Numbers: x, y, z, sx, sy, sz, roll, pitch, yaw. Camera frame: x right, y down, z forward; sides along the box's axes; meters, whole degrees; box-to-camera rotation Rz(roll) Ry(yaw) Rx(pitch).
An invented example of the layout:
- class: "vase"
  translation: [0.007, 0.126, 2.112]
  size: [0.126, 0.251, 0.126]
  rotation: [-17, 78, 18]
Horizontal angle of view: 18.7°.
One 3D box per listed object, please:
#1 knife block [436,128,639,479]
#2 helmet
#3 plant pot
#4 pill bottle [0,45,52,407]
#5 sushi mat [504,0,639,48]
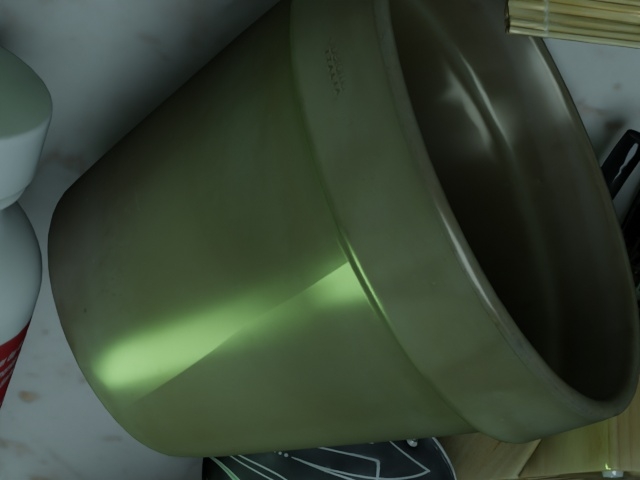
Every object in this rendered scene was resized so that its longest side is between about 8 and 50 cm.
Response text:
- class: "knife block"
  translation: [0.180, 0.048, 1.334]
  size: [0.088, 0.242, 0.276]
  rotation: [11, 163, -38]
- class: "helmet"
  translation: [0.004, 0.164, 1.325]
  size: [0.169, 0.161, 0.169]
  rotation: [-4, 120, -7]
- class: "plant pot"
  translation: [0.000, 0.000, 1.175]
  size: [0.280, 0.323, 0.323]
  rotation: [-23, 121, 22]
- class: "pill bottle"
  translation: [-0.305, 0.070, 1.184]
  size: [0.229, 0.229, 0.407]
  rotation: [15, 116, -17]
- class: "sushi mat"
  translation: [0.264, -0.185, 1.215]
  size: [0.317, 0.019, 0.151]
  rotation: [6, 86, -13]
